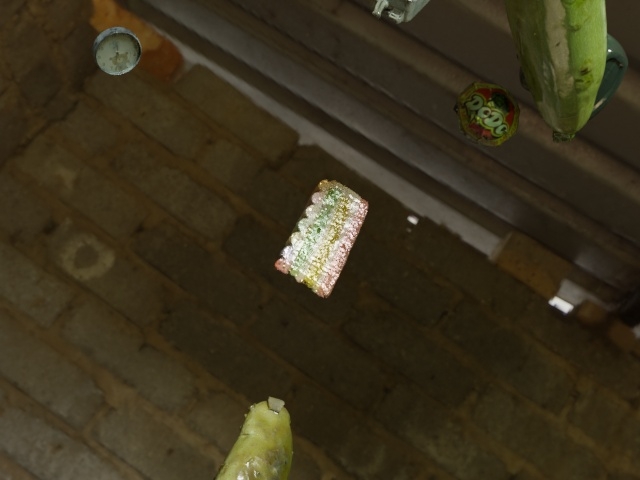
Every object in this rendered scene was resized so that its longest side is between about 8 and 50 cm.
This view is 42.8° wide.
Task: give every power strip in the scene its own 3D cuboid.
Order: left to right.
[{"bbox_3d":[0.172,-0.508,1.679,0.093,0.288,0.053,23,-53,11],"label":"power strip"}]

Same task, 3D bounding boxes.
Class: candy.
[{"bbox_3d":[0.243,-0.186,1.214,0.091,0.083,0.305,53,12,-1],"label":"candy"}]

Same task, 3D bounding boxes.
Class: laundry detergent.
[{"bbox_3d":[0.388,-0.285,1.313,0.078,0.144,0.222,21,22,-27],"label":"laundry detergent"}]

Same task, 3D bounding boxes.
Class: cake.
[{"bbox_3d":[0.009,-0.013,1.460,0.109,0.225,0.090,30,-45,-5],"label":"cake"}]

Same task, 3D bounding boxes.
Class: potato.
[{"bbox_3d":[-0.095,0.332,1.163,0.090,0.226,0.117,-1,-42,28],"label":"potato"}]

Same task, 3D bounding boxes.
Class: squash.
[{"bbox_3d":[0.293,-0.255,1.001,0.118,0.118,0.371,20,-32,39],"label":"squash"}]

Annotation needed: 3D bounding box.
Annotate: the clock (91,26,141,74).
[{"bbox_3d":[-0.344,-0.320,1.384,0.017,0.085,0.085,50,-6,38],"label":"clock"}]
